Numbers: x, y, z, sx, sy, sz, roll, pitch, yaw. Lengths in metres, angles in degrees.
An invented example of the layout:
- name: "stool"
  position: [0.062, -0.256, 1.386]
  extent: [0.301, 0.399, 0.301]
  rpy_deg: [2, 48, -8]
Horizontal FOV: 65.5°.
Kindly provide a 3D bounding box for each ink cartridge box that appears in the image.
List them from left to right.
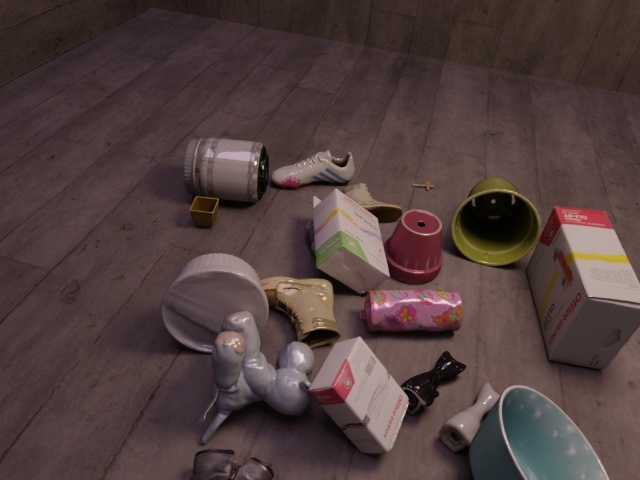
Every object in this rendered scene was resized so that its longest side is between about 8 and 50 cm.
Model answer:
- name: "ink cartridge box"
  position: [0.089, -0.023, 1.589]
  extent: [0.207, 0.119, 0.354]
  rpy_deg: [33, 32, -29]
- name: "ink cartridge box"
  position: [0.095, 0.360, 1.155]
  extent: [0.218, 0.092, 0.158]
  rpy_deg: [52, 44, -14]
- name: "ink cartridge box"
  position: [0.748, 0.128, 1.442]
  extent: [0.160, 0.279, 0.385]
  rpy_deg: [8, 41, 3]

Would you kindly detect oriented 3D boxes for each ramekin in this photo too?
- name: "ramekin"
  position: [-0.273, 0.156, 1.314]
  extent: [0.272, 0.273, 0.127]
  rpy_deg: [0, 30, -7]

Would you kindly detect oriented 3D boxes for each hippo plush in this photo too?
- name: "hippo plush"
  position: [-0.127, 0.306, 1.161]
  extent: [0.236, 0.234, 0.294]
  rpy_deg: [10, 45, 2]

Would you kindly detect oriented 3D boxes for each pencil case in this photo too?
- name: "pencil case"
  position: [0.260, 0.202, 1.427]
  extent: [0.284, 0.124, 0.124]
  rpy_deg: [0, 42, -6]

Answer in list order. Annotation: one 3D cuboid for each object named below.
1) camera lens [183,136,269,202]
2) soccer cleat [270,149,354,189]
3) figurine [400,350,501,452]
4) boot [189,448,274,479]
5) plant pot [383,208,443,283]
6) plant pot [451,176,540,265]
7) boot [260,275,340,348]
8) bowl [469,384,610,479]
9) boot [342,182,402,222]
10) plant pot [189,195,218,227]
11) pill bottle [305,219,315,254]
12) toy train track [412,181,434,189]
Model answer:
- name: "camera lens"
  position: [-0.330, -0.255, 1.794]
  extent: [0.274, 0.219, 0.219]
  rpy_deg: [5, 41, 0]
- name: "soccer cleat"
  position: [-0.028, -0.286, 1.924]
  extent: [0.331, 0.143, 0.116]
  rpy_deg: [-5, 42, -12]
- name: "figurine"
  position: [0.340, 0.391, 1.247]
  extent: [0.209, 0.092, 0.215]
  rpy_deg: [-27, 52, -37]
- name: "boot"
  position: [-0.275, 0.532, 1.005]
  extent: [0.338, 0.118, 0.223]
  rpy_deg: [15, 38, -6]
- name: "plant pot"
  position: [0.307, 0.008, 1.602]
  extent: [0.201, 0.180, 0.201]
  rpy_deg: [4, 41, -3]
- name: "plant pot"
  position: [0.599, -0.094, 1.718]
  extent: [0.276, 0.276, 0.254]
  rpy_deg: [15, 31, 10]
- name: "boot"
  position: [-0.081, 0.205, 1.402]
  extent: [0.261, 0.095, 0.203]
  rpy_deg: [1, 43, -11]
- name: "bowl"
  position: [0.439, 0.484, 1.045]
  extent: [0.311, 0.163, 0.312]
  rpy_deg: [26, 35, -19]
- name: "boot"
  position: [0.189, -0.143, 1.840]
  extent: [0.213, 0.077, 0.165]
  rpy_deg: [0, 40, -3]
- name: "plant pot"
  position: [-0.394, -0.091, 1.704]
  extent: [0.081, 0.083, 0.081]
  rpy_deg: [6, 41, 1]
- name: "pill bottle"
  position: [0.000, 0.000, 1.652]
  extent: [0.078, 0.078, 0.137]
  rpy_deg: [-5, 42, -13]
- name: "toy train track"
  position: [0.413, -0.218, 1.999]
  extent: [0.083, 0.014, 0.048]
  rpy_deg: [4, 48, 7]
